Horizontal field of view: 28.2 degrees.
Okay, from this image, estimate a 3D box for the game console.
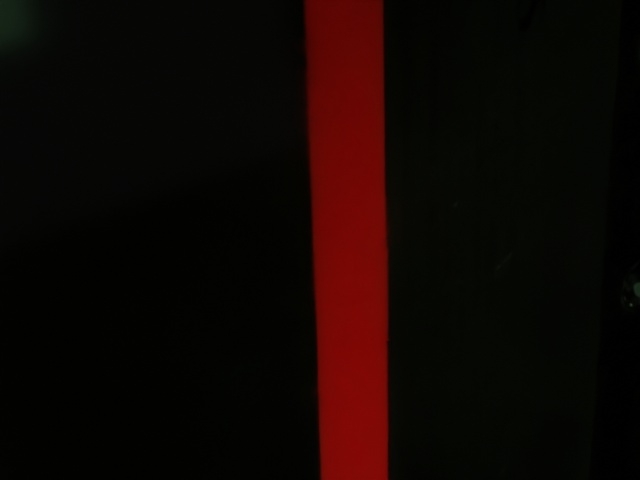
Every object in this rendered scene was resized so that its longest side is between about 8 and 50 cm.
[{"bbox_3d":[0.000,0.000,0.406,0.342,0.060,0.386,-18,118,-34],"label":"game console"}]
